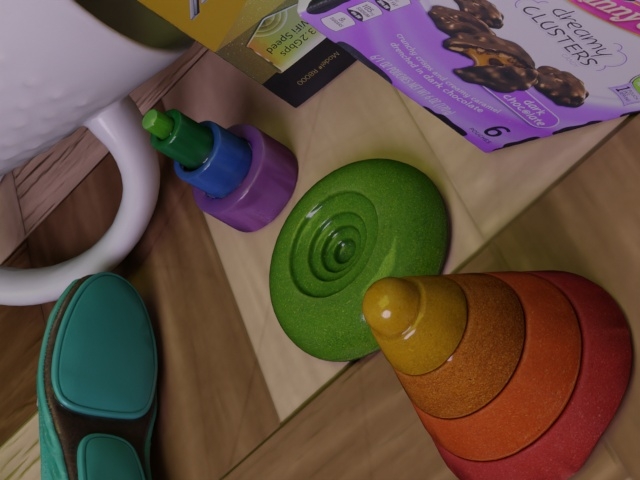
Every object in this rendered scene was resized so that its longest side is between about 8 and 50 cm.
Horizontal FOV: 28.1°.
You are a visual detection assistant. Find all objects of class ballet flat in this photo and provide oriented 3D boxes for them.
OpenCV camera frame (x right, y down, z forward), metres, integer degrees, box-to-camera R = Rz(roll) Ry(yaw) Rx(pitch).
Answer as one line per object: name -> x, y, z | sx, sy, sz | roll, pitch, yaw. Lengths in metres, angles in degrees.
ballet flat -> -0.149, 0.132, 0.812 | 0.087, 0.083, 0.247 | -48, 38, 34

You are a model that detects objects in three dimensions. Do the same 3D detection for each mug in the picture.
mug -> -0.267, -0.118, 0.885 | 0.328, 0.374, 0.276 | -31, 16, 20

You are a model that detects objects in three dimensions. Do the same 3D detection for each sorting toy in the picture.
sorting toy -> 0.000, 0.000, 0.702 | 0.127, 0.126, 0.365 | -57, 41, 3

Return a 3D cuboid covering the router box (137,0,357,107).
router box -> 0.009, -0.243, 0.748 | 0.309, 0.243, 0.081 | -37, 45, 25

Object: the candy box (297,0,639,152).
candy box -> 0.117, -0.126, 0.628 | 0.196, 0.165, 0.070 | -13, 59, 41

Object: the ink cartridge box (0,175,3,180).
ink cartridge box -> -0.344, -0.185, 1.166 | 0.273, 0.114, 0.197 | 27, 87, 50
